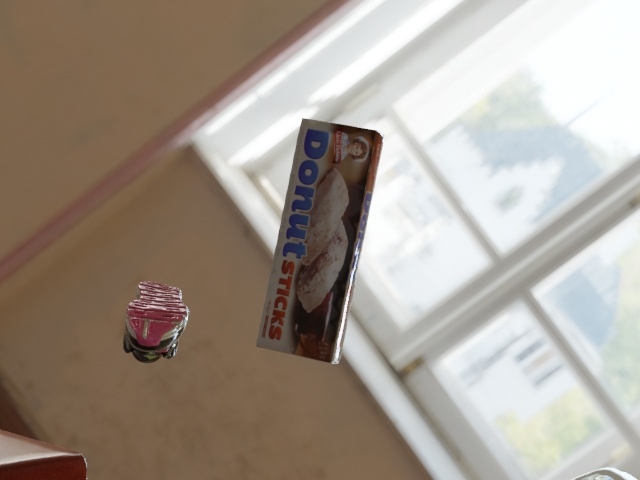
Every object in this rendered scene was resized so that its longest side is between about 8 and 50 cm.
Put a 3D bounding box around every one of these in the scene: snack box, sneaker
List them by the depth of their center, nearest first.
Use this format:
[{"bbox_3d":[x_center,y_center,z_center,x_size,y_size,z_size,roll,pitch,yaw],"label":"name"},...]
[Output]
[{"bbox_3d":[0.000,0.000,1.154,0.064,0.178,0.022,11,0,23],"label":"snack box"},{"bbox_3d":[-0.171,0.096,1.569,0.063,0.075,0.170,7,11,-7],"label":"sneaker"}]

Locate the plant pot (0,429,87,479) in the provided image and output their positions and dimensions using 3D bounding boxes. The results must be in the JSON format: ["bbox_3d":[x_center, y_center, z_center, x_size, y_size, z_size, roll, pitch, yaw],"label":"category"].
[{"bbox_3d":[-0.380,0.304,1.329,0.235,0.267,0.267,4,0,-40],"label":"plant pot"}]

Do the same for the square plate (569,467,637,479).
[{"bbox_3d":[0.145,0.285,1.100,0.347,0.344,0.049,-142,-149,-70],"label":"square plate"}]
